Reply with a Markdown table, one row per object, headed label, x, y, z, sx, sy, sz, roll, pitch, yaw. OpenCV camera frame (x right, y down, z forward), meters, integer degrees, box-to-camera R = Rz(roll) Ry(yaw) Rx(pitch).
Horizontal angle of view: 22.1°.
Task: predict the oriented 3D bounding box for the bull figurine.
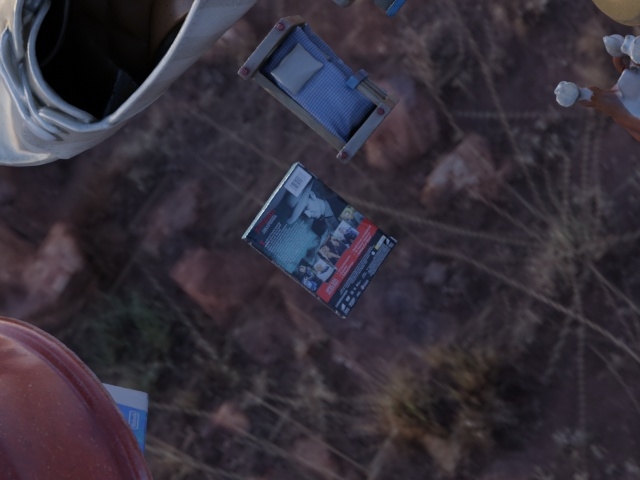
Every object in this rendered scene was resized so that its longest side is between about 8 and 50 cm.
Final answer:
| label | x | y | z | sx | sy | sz | roll | pitch | yaw |
| --- | --- | --- | --- | --- | --- | --- | --- | --- | --- |
| bull figurine | 0.345 | -0.088 | 1.332 | 0.310 | 0.188 | 0.101 | 28 | 101 | 39 |

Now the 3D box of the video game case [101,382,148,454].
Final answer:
| label | x | y | z | sx | sy | sz | roll | pitch | yaw |
| --- | --- | --- | --- | --- | --- | --- | --- | --- | --- |
| video game case | -0.268 | 0.177 | 1.328 | 0.269 | 0.244 | 0.061 | -102 | 26 | -70 |

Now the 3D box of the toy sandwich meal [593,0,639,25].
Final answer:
| label | x | y | z | sx | sy | sz | roll | pitch | yaw |
| --- | --- | --- | --- | --- | --- | --- | --- | --- | --- |
| toy sandwich meal | 0.185 | -0.165 | 0.965 | 0.029 | 0.085 | 0.085 | -21 | 44 | -24 |

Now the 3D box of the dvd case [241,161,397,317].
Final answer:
| label | x | y | z | sx | sy | sz | roll | pitch | yaw |
| --- | --- | --- | --- | --- | --- | --- | --- | --- | --- |
| dvd case | 0.000 | 0.000 | 1.458 | 0.087 | 0.119 | 0.013 | -56 | 17 | -16 |

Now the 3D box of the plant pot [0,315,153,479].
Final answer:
| label | x | y | z | sx | sy | sz | roll | pitch | yaw |
| --- | --- | --- | --- | --- | --- | --- | --- | --- | --- |
| plant pot | -0.257 | 0.185 | 0.787 | 0.272 | 0.265 | 0.272 | 5 | 98 | 43 |

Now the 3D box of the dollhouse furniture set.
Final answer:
| label | x | y | z | sx | sy | sz | roll | pitch | yaw |
| --- | --- | --- | --- | --- | --- | --- | --- | --- | --- |
| dollhouse furniture set | 0.037 | -0.186 | 1.488 | 0.129 | 0.129 | 0.183 | 40 | 101 | -1 |

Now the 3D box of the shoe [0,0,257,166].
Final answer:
| label | x | y | z | sx | sy | sz | roll | pitch | yaw |
| --- | --- | --- | --- | --- | --- | --- | --- | --- | --- |
| shoe | -0.072 | -0.081 | 0.536 | 0.219 | 0.076 | 0.058 | -33 | 9 | 41 |
